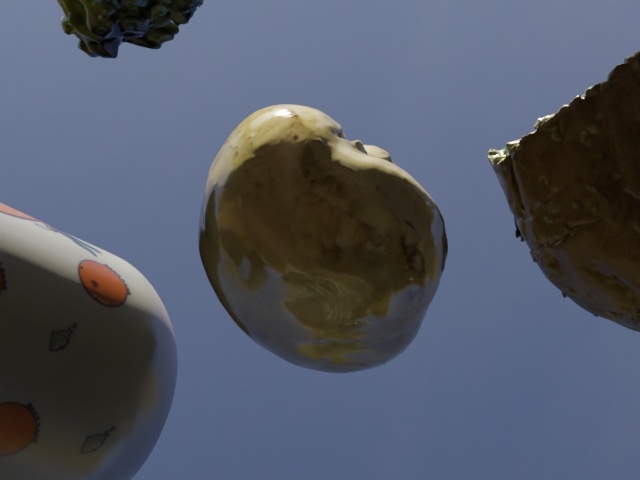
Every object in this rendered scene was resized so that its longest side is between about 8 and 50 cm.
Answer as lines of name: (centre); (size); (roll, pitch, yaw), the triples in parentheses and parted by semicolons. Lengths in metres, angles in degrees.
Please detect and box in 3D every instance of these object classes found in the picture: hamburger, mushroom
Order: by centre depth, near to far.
mushroom: (0.000, 0.000, 0.767); (0.148, 0.148, 0.112); (34, -118, 11)
hamburger: (0.278, -0.041, 1.119); (0.309, 0.132, 0.211); (-28, -92, 28)

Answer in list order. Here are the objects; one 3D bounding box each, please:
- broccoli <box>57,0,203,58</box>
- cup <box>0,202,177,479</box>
broccoli: (-0.183, -0.262, 0.982); (0.304, 0.165, 0.145); (43, -105, 3)
cup: (-0.269, 0.068, 1.040); (0.317, 0.212, 0.212); (27, -112, -33)
